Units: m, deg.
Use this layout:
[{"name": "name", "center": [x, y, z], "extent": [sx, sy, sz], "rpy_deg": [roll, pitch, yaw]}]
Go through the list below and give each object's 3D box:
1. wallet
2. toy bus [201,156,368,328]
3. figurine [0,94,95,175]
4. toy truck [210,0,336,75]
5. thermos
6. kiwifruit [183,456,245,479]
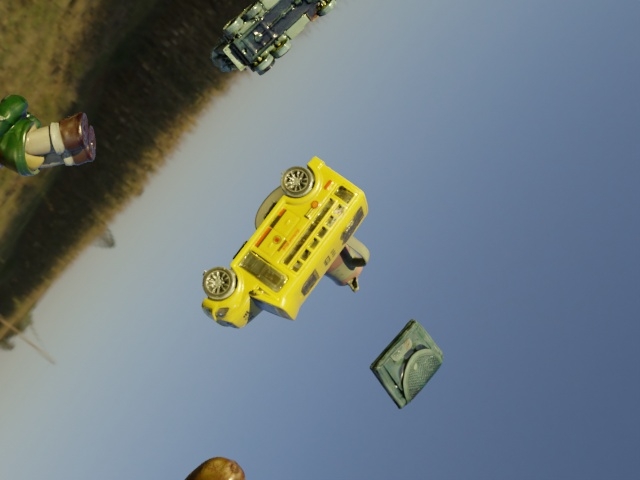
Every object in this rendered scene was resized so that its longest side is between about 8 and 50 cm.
[{"name": "wallet", "center": [0.139, 0.191, 1.217], "extent": [0.129, 0.088, 0.026], "rpy_deg": [-42, -170, -38]}, {"name": "toy bus", "center": [-0.061, 0.026, 1.371], "extent": [0.330, 0.152, 0.144], "rpy_deg": [-53, 164, -9]}, {"name": "figurine", "center": [-0.586, -0.173, 1.355], "extent": [0.281, 0.369, 0.167], "rpy_deg": [99, -11, -72]}, {"name": "toy truck", "center": [-0.097, -0.415, 1.476], "extent": [0.256, 0.108, 0.140], "rpy_deg": [-44, -155, -2]}, {"name": "thermos", "center": [0.000, 0.000, 1.756], "extent": [0.176, 0.265, 0.146], "rpy_deg": [-5, -128, 46]}, {"name": "kiwifruit", "center": [-0.153, 0.347, 1.078], "extent": [0.124, 0.075, 0.075], "rpy_deg": [-45, -164, 30]}]
